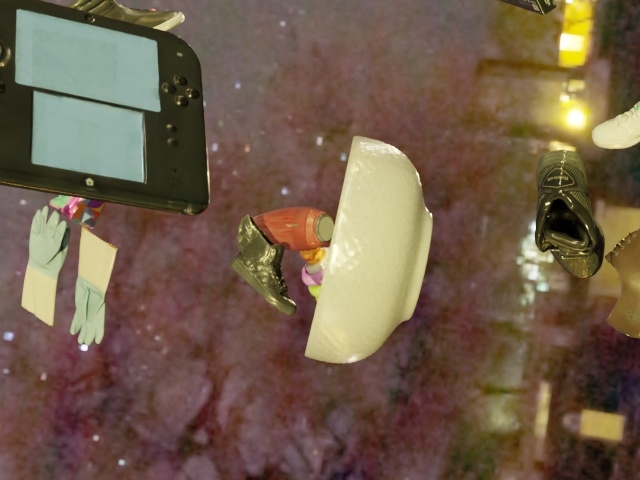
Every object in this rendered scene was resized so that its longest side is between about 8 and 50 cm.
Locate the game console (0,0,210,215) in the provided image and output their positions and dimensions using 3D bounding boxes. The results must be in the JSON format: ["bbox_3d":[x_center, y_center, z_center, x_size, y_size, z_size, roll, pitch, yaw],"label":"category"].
[{"bbox_3d":[-0.359,-0.212,1.601,0.060,0.387,0.342,-50,41,46],"label":"game console"}]

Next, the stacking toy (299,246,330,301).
[{"bbox_3d":[0.027,0.076,2.200,0.302,0.166,0.175,49,-162,-26],"label":"stacking toy"}]

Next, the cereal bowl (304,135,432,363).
[{"bbox_3d":[0.079,0.022,1.526,0.339,0.141,0.339,-168,90,-90],"label":"cereal bowl"}]

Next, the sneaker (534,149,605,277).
[{"bbox_3d":[0.340,-0.002,1.432,0.227,0.087,0.130,67,-151,-45],"label":"sneaker"}]

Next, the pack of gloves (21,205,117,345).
[{"bbox_3d":[-0.431,0.060,1.828,0.046,0.195,0.232,-30,-38,-52],"label":"pack of gloves"}]

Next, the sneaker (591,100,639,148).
[{"bbox_3d":[0.647,-0.251,2.101,0.094,0.212,0.080,55,-149,-44],"label":"sneaker"}]

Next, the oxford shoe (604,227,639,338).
[{"bbox_3d":[0.403,0.008,1.286,0.083,0.096,0.227,16,-92,-68],"label":"oxford shoe"}]

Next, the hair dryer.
[{"bbox_3d":[0.000,0.000,1.884,0.223,0.294,0.080,97,-177,-75],"label":"hair dryer"}]

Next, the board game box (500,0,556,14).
[{"bbox_3d":[0.266,-0.398,1.514,0.126,0.026,0.186,56,178,-26],"label":"board game box"}]

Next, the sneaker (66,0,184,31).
[{"bbox_3d":[-0.405,-0.467,2.145,0.296,0.105,0.147,-36,-79,-46],"label":"sneaker"}]

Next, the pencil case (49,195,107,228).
[{"bbox_3d":[-0.404,-0.139,1.929,0.236,0.104,0.104,-59,-12,2],"label":"pencil case"}]

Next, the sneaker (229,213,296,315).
[{"bbox_3d":[-0.086,0.042,1.756,0.089,0.170,0.051,-51,-12,5],"label":"sneaker"}]
